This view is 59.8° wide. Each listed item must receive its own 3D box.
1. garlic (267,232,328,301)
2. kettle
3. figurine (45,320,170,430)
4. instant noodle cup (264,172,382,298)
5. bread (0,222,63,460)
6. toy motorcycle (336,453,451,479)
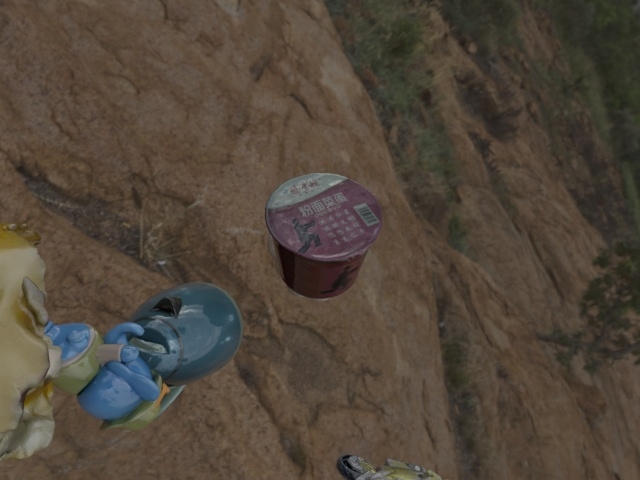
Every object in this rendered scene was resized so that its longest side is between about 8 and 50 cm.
[{"bbox_3d":[-0.054,0.026,1.566,0.185,0.203,0.280,6,66,-19],"label":"garlic"},{"bbox_3d":[-0.353,0.269,1.312,0.342,0.247,0.319,-12,115,-82],"label":"kettle"},{"bbox_3d":[-0.393,0.245,1.025,0.153,0.180,0.261,-107,174,-59],"label":"figurine"},{"bbox_3d":[0.000,0.000,1.159,0.235,0.178,0.234,3,50,-3],"label":"instant noodle cup"},{"bbox_3d":[-0.466,0.079,0.561,0.395,0.361,0.250,11,77,-24],"label":"bread"},{"bbox_3d":[0.207,0.580,1.255,0.341,0.223,0.107,20,95,-14],"label":"toy motorcycle"}]
